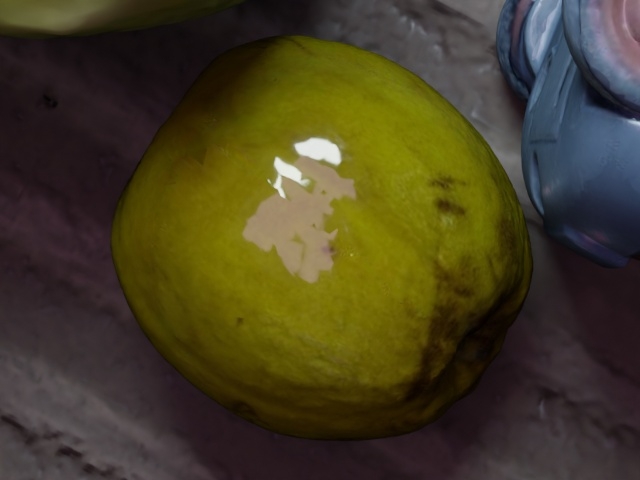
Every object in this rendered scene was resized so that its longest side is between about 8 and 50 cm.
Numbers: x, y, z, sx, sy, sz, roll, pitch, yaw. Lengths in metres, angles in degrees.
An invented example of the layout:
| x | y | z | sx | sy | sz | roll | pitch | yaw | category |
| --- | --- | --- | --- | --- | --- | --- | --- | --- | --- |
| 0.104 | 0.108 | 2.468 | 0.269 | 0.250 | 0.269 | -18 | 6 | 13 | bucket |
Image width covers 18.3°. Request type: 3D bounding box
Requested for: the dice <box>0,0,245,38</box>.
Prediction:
| x | y | z | sx | sy | sz | roll | pitch | yaw | category |
| --- | --- | --- | --- | --- | --- | --- | --- | --- | --- |
| -0.101 | -0.221 | 0.698 | 0.226 | 0.238 | 0.233 | 11 | 126 | 9 | dice |

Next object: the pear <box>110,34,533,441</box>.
| x | y | z | sx | sy | sz | roll | pitch | yaw | category |
| --- | --- | --- | --- | --- | --- | --- | --- | --- | --- |
| 0.000 | 0.000 | 0.762 | 0.162 | 0.149 | 0.149 | 35 | 93 | 7 | pear |

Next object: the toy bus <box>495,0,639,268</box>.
| x | y | z | sx | sy | sz | roll | pitch | yaw | category |
| --- | --- | --- | --- | --- | --- | --- | --- | --- | --- |
| 0.208 | -0.105 | 0.723 | 0.231 | 0.197 | 0.294 | 23 | 90 | -3 | toy bus |
